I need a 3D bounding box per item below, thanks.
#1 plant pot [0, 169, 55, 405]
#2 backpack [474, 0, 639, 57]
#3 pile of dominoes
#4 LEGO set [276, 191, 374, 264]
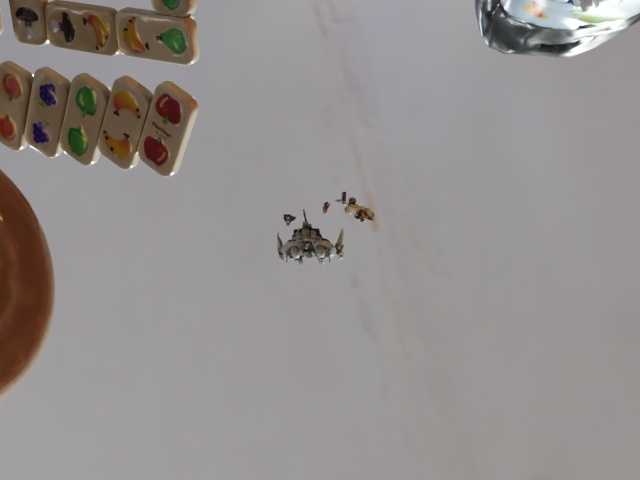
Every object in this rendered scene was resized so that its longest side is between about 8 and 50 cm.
[{"bbox_3d":[-0.269,0.044,0.806,0.229,0.263,0.263,-20,-121,45],"label":"plant pot"},{"bbox_3d":[0.199,-0.310,0.956,0.273,0.355,0.290,7,-108,20],"label":"backpack"},{"bbox_3d":[-0.183,-0.136,0.900,0.251,0.040,0.196,12,-62,32],"label":"pile of dominoes"},{"bbox_3d":[-0.001,-0.002,1.002,0.083,0.054,0.023,127,-23,-47],"label":"LEGO set"}]
